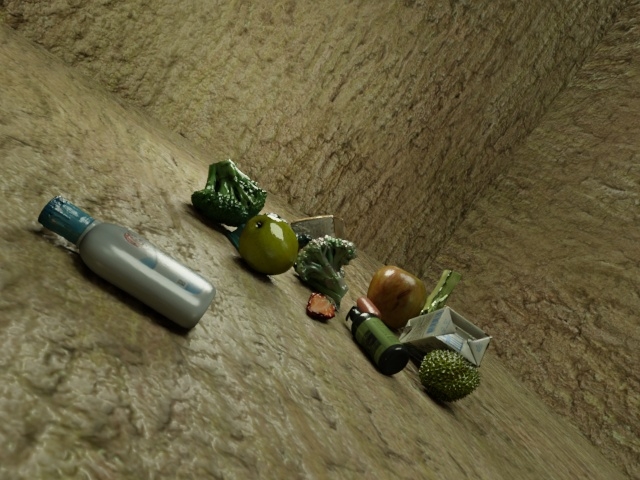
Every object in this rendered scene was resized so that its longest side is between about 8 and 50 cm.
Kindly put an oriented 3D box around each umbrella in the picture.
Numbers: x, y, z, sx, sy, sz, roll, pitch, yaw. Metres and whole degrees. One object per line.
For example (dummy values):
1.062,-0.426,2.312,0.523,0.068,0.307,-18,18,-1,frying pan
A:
-0.162,-0.039,2.160,0.348,0.143,0.094,31,49,25,umbrella

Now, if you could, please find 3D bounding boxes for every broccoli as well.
-0.324,-0.160,1.737,0.261,0.269,0.242,-95,173,-79,broccoli
0.519,0.298,2.271,0.221,0.361,0.252,31,-32,13,broccoli

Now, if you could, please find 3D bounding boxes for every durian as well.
0.414,0.435,1.572,0.198,0.159,0.146,24,-32,12,durian

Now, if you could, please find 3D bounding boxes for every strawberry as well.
-0.005,0.214,1.544,0.104,0.048,0.152,46,24,19,strawberry

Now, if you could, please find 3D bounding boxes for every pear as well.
-0.165,0.019,1.539,0.198,0.198,0.198,35,7,-5,pear

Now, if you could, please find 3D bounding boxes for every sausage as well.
0.191,0.277,1.957,0.062,0.062,0.154,32,9,-28,sausage

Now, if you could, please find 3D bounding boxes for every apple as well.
0.319,0.248,2.116,0.264,0.264,0.264,35,7,-5,apple

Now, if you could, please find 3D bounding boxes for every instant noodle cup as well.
-0.225,0.013,1.707,0.179,0.070,0.157,30,11,-45,instant noodle cup

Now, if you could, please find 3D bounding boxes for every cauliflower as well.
0.030,0.124,1.798,0.316,0.238,0.256,59,-23,26,cauliflower

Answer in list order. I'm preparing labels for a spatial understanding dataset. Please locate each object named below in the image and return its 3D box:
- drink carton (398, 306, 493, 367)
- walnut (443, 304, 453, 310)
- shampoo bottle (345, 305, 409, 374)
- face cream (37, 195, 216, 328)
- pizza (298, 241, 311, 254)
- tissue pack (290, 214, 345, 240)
0.437,0.362,1.770,0.194,0.132,0.324,36,-23,-2,drink carton
0.593,0.416,2.427,0.245,0.198,0.198,40,8,7,walnut
0.165,0.298,1.553,0.101,0.101,0.284,30,10,-37,shampoo bottle
-0.355,0.037,0.914,0.336,0.080,0.163,35,8,-9,face cream
-0.024,0.079,1.993,0.226,0.147,0.069,28,46,27,pizza
0.000,0.000,2.369,0.238,0.239,0.305,37,7,8,tissue pack
